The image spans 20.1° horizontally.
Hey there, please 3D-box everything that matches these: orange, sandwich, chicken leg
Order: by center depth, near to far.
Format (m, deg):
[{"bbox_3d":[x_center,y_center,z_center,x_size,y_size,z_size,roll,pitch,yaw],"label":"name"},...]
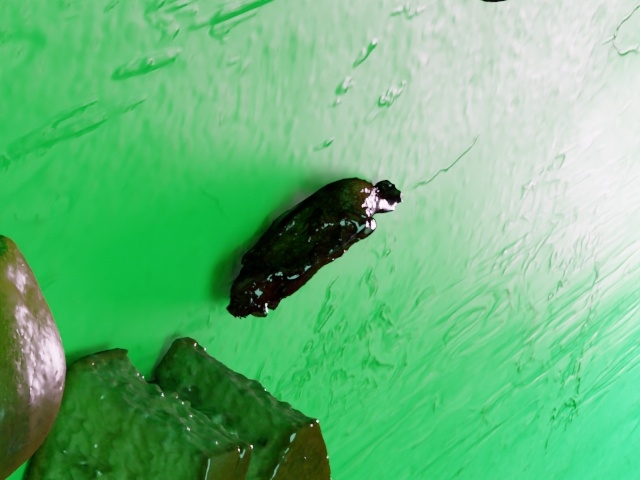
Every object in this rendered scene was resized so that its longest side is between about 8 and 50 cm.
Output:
[{"bbox_3d":[-0.204,0.083,0.991,0.170,0.112,0.160,-50,151,-2],"label":"orange"},{"bbox_3d":[-0.077,0.146,1.234,0.236,0.122,0.128,-7,123,-60],"label":"sandwich"},{"bbox_3d":[0.001,-0.003,1.314,0.205,0.053,0.093,-33,162,-33],"label":"chicken leg"}]

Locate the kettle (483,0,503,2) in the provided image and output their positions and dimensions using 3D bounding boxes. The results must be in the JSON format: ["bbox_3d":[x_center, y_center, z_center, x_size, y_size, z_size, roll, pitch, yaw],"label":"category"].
[{"bbox_3d":[0.057,-0.315,1.060,0.203,0.262,0.308,-30,157,11],"label":"kettle"}]
